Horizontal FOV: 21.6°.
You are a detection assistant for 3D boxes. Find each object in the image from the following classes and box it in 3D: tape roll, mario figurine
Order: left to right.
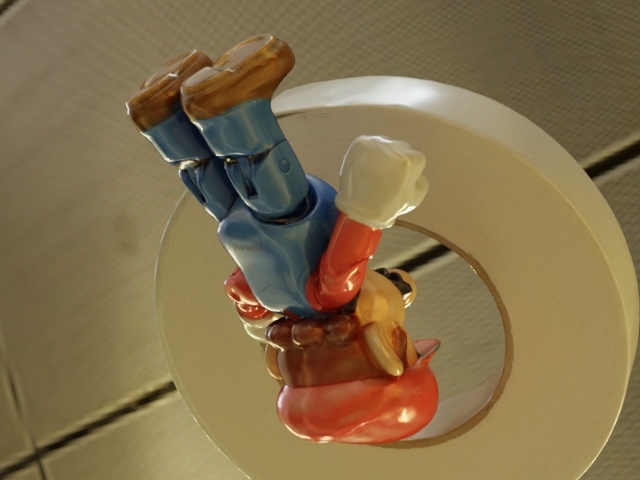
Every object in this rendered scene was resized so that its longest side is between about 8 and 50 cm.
[{"bbox_3d":[0.000,0.000,1.194,0.320,0.170,0.198,63,-1,-20],"label":"mario figurine"},{"bbox_3d":[0.057,0.059,1.336,0.392,0.072,0.392,8,-63,15],"label":"tape roll"}]
